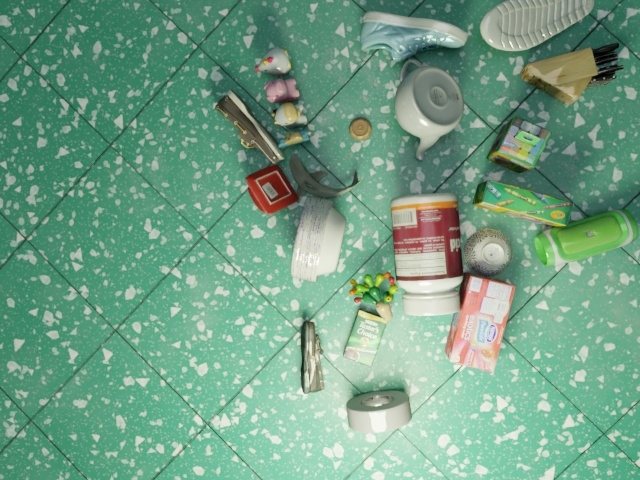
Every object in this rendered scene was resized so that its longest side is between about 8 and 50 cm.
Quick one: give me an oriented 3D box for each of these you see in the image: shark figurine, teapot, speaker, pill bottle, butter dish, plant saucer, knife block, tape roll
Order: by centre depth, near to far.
[{"bbox_3d":[0.881,-0.008,1.732,0.297,0.131,0.131,-18,89,6],"label":"speaker"},{"bbox_3d":[0.359,0.044,1.740,0.224,0.224,0.391,-4,91,6],"label":"pill bottle"},{"bbox_3d":[0.857,-0.596,1.744,0.276,0.088,0.242,32,93,5],"label":"knife block"},{"bbox_3d":[0.343,-0.456,1.761,0.253,0.187,0.256,38,68,-14],"label":"teapot"},{"bbox_3d":[0.198,0.579,1.768,0.219,0.219,0.072,-9,89,6],"label":"tape roll"},{"bbox_3d":[0.004,-0.194,1.832,0.279,0.116,0.166,15,94,8],"label":"shark figurine"},{"bbox_3d":[-0.191,-0.167,1.856,0.160,0.118,0.160,-30,88,-38],"label":"butter dish"},{"bbox_3d":[0.143,-0.401,1.860,0.084,0.015,0.083,0,91,6],"label":"plant saucer"}]

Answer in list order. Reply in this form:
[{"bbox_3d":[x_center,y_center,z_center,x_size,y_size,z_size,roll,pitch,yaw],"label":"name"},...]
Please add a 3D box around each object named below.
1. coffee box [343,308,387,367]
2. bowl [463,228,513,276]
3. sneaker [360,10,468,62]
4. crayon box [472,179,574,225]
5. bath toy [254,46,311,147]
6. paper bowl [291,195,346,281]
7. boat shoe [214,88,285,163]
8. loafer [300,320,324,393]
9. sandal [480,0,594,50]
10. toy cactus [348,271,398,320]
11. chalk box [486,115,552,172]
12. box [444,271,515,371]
[{"bbox_3d":[0.160,0.347,1.857,0.113,0.040,0.184,21,93,5],"label":"coffee box"},{"bbox_3d":[0.586,0.045,1.788,0.170,0.080,0.170,0,92,6],"label":"bowl"},{"bbox_3d":[0.313,-0.680,1.790,0.366,0.135,0.150,14,100,14],"label":"sneaker"},{"bbox_3d":[0.668,-0.122,1.733,0.279,0.165,0.081,16,93,5],"label":"crayon box"},{"bbox_3d":[-0.136,-0.504,1.821,0.129,0.151,0.348,-16,87,0],"label":"bath toy"},{"bbox_3d":[0.000,0.000,1.748,0.148,0.284,0.284,12,92,2],"label":"paper bowl"},{"bbox_3d":[-0.253,-0.392,1.856,0.097,0.116,0.324,-40,83,10],"label":"boat shoe"},{"bbox_3d":[-0.025,0.417,1.866,0.084,0.096,0.267,0,98,-14],"label":"loafer"},{"bbox_3d":[0.725,-0.746,1.756,0.417,0.102,0.169,-18,104,-6],"label":"sandal"},{"bbox_3d":[0.196,0.200,1.789,0.219,0.112,0.180,-17,107,42],"label":"toy cactus"},{"bbox_3d":[0.656,-0.315,1.706,0.133,0.213,0.132,26,94,5],"label":"chalk box"},{"bbox_3d":[0.538,0.272,1.764,0.154,0.142,0.299,13,93,6],"label":"box"}]
